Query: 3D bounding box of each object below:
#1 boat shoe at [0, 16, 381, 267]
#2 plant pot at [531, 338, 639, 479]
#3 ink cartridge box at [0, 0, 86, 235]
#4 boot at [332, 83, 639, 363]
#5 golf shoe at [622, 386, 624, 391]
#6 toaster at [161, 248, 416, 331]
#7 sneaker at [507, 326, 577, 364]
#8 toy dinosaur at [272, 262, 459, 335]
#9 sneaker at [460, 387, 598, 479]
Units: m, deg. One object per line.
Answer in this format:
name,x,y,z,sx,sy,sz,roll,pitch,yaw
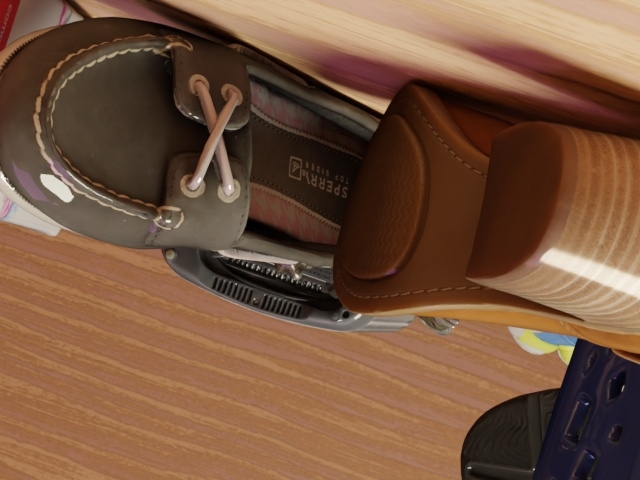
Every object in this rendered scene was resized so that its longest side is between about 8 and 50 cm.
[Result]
boat shoe,-0.027,-0.043,0.814,0.095,0.112,0.335,0,173,32
plant pot,0.266,0.135,0.935,0.236,0.236,0.212,20,172,-3
ink cartridge box,-0.250,-0.103,0.841,0.226,0.131,0.306,19,177,6
boot,0.139,0.006,0.704,0.220,0.109,0.283,16,172,-19
golf shoe,0.267,0.087,1.433,0.198,0.094,0.077,21,179,2
toaster,0.000,0.000,1.254,0.227,0.129,0.146,17,-179,22
sneaker,0.222,0.046,1.216,0.126,0.091,0.240,-2,168,25
toy dinosaur,-0.039,-0.043,1.073,0.313,0.121,0.160,25,165,-16
sneaker,0.378,0.222,1.577,0.447,0.169,0.257,-6,173,30
